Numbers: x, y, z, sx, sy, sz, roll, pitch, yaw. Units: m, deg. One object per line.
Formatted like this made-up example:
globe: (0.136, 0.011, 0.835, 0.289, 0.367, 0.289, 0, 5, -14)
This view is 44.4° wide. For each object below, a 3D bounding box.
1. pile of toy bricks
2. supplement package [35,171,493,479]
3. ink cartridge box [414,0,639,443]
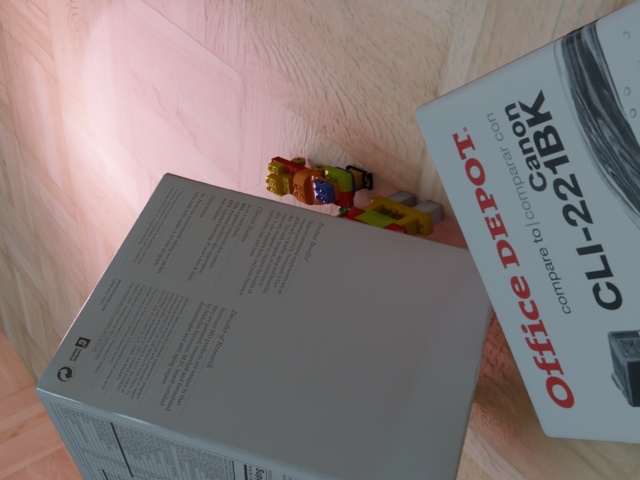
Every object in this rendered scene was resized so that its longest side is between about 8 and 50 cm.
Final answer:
pile of toy bricks: (0.000, 0.000, 0.692, 0.212, 0.105, 0.118, 26, 131, 46)
supplement package: (-0.026, 0.111, 0.590, 0.262, 0.199, 0.198, 15, 142, 10)
ink cartridge box: (0.191, -0.020, 0.335, 0.273, 0.114, 0.197, -17, 97, 59)
